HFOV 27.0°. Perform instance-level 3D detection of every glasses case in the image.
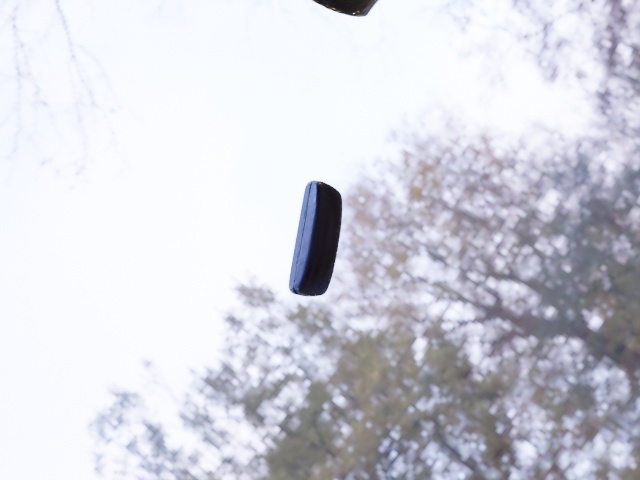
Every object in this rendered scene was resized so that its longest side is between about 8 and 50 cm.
[{"bbox_3d":[0.000,0.000,0.953,0.033,0.023,0.083,15,-97,-43],"label":"glasses case"}]

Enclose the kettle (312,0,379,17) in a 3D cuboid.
[{"bbox_3d":[0.008,-0.330,0.650,0.321,0.228,0.324,35,-71,-19],"label":"kettle"}]
